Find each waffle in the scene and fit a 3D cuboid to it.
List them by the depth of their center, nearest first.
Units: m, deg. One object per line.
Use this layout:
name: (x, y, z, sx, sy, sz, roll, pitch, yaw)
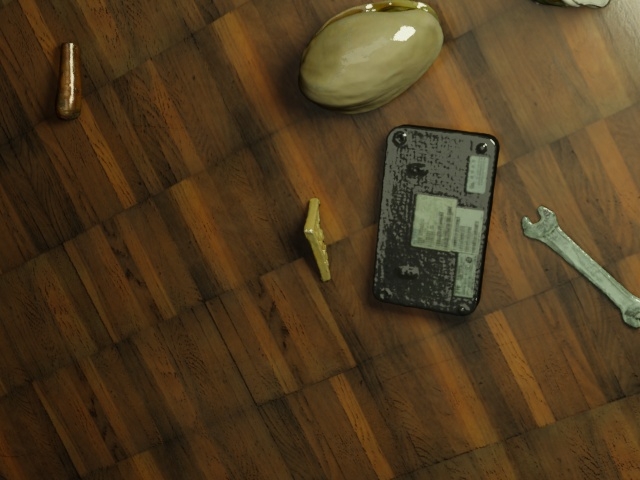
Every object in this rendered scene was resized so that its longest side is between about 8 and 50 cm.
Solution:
waffle: (0.000, 0.000, 1.947, 0.023, 0.097, 0.153, -5, 133, 17)

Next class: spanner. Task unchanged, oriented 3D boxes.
spanner: (0.495, 0.051, 1.800, 0.302, 0.017, 0.071, 44, 112, 4)

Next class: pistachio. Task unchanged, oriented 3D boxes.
pistachio: (0.089, -0.328, 1.769, 0.288, 0.166, 0.197, -19, 120, 17)

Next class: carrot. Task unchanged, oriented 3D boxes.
carrot: (-0.523, -0.330, 2.022, 0.055, 0.055, 0.161, 7, 97, 16)

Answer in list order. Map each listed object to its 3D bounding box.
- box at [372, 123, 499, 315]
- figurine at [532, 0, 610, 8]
box: (0.216, -0.039, 1.848, 0.211, 0.058, 0.350, 8, 105, 15)
figurine: (0.385, -0.449, 1.624, 0.141, 0.250, 0.166, -11, 103, 39)
